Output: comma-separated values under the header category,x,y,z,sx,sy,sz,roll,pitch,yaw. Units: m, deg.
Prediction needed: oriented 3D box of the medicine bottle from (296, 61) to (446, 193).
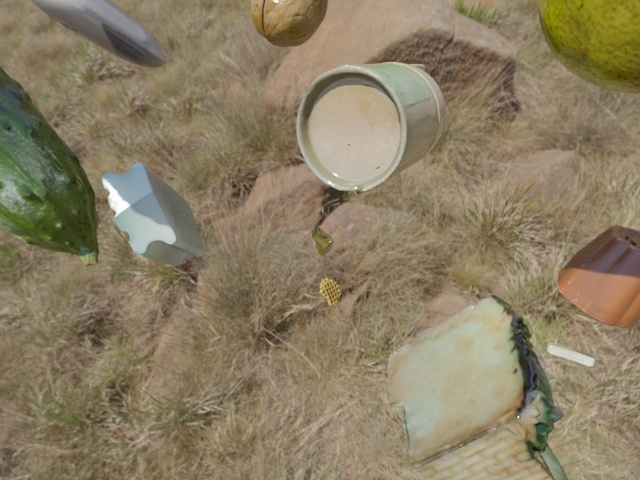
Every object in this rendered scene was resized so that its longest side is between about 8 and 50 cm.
category,x,y,z,sx,sy,sz,roll,pitch,yaw
medicine bottle,0.148,-0.271,0.938,0.235,0.236,0.406,13,27,27

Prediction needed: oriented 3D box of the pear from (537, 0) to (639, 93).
category,x,y,z,sx,sy,sz,roll,pitch,yaw
pear,0.389,-0.302,0.442,0.293,0.294,0.295,-9,50,11

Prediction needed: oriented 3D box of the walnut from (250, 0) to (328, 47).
category,x,y,z,sx,sy,sz,roll,pitch,yaw
walnut,-0.071,-0.543,0.970,0.167,0.167,0.207,21,71,31

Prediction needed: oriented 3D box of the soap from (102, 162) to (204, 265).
category,x,y,z,sx,sy,sz,roll,pitch,yaw
soap,-0.372,-0.048,0.980,0.095,0.289,0.173,-21,81,-3

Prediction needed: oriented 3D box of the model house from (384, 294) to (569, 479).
category,x,y,z,sx,sy,sz,roll,pitch,yaw
model house,0.432,0.448,1.038,0.395,0.400,0.445,-35,12,15

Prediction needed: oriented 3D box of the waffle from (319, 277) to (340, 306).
category,x,y,z,sx,sy,sz,roll,pitch,yaw
waffle,0.030,0.157,1.301,0.016,0.085,0.078,-19,36,45

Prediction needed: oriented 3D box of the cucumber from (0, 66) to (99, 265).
category,x,y,z,sx,sy,sz,roll,pitch,yaw
cucumber,-0.312,-0.070,0.421,0.134,0.245,0.134,-30,23,14

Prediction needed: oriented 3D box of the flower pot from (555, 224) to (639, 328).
category,x,y,z,sx,sy,sz,roll,pitch,yaw
flower pot,0.662,0.070,0.937,0.190,0.173,0.191,14,34,-9

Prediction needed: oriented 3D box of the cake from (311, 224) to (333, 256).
category,x,y,z,sx,sy,sz,roll,pitch,yaw
cake,-0.003,0.003,1.793,0.116,0.185,0.080,41,85,3

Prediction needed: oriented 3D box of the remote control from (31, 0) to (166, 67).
category,x,y,z,sx,sy,sz,roll,pitch,yaw
remote control,-0.501,-0.497,0.946,0.221,0.332,0.104,40,103,35

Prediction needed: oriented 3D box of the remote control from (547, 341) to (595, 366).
category,x,y,z,sx,sy,sz,roll,pitch,yaw
remote control,0.733,0.335,1.234,0.122,0.074,0.032,16,97,29
